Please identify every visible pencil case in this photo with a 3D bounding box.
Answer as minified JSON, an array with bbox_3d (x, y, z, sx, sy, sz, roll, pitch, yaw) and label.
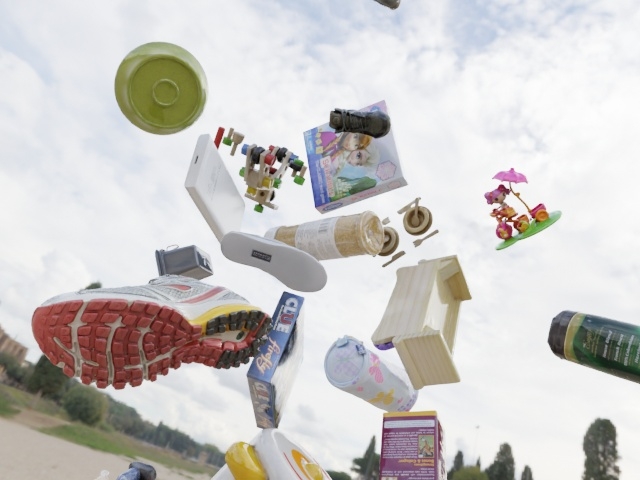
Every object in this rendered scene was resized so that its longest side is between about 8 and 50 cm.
[{"bbox_3d":[0.122,0.317,1.195,0.113,0.124,0.273,-39,-48,13],"label":"pencil case"}]

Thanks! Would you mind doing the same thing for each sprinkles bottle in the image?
[{"bbox_3d":[0.000,0.000,1.433,0.355,0.121,0.121,-8,-37,38],"label":"sprinkles bottle"}]

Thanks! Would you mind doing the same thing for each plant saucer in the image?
[{"bbox_3d":[-0.403,-0.385,1.329,0.241,0.241,0.037,41,2,-37],"label":"plant saucer"}]

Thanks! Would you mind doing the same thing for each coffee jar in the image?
[{"bbox_3d":[0.417,0.150,0.710,0.096,0.079,0.184,16,-3,-34],"label":"coffee jar"}]

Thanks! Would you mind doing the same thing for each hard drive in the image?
[{"bbox_3d":[-0.303,-0.132,1.519,0.040,0.203,0.308,-4,-37,12],"label":"hard drive"}]

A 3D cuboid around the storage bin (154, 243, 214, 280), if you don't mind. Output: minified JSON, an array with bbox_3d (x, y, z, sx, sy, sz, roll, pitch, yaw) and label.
[{"bbox_3d":[-0.312,0.053,1.200,0.091,0.098,0.135,-17,-17,3],"label":"storage bin"}]

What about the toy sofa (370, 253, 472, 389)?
[{"bbox_3d":[0.270,0.198,1.314,0.177,0.363,0.150,-15,-67,28],"label":"toy sofa"}]

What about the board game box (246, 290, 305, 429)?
[{"bbox_3d":[-0.075,0.226,0.929,0.042,0.165,0.243,16,-36,10],"label":"board game box"}]

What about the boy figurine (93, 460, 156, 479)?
[{"bbox_3d":[-0.490,0.613,1.157,0.092,0.178,0.285,-1,7,19],"label":"boy figurine"}]

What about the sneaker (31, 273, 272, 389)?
[{"bbox_3d":[-0.158,0.080,0.494,0.225,0.088,0.092,12,15,-48],"label":"sneaker"}]

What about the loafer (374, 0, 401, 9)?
[{"bbox_3d":[0.135,-0.628,1.168,0.096,0.268,0.084,-23,-36,37],"label":"loafer"}]

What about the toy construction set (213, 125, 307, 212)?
[{"bbox_3d":[-0.228,-0.213,1.706,0.308,0.237,0.257,21,17,-11],"label":"toy construction set"}]

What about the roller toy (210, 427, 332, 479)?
[{"bbox_3d":[-0.056,0.373,0.732,0.209,0.146,0.191,45,-4,13],"label":"roller toy"}]

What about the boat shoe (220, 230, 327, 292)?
[{"bbox_3d":[-0.106,0.046,1.232,0.267,0.096,0.088,17,11,4],"label":"boat shoe"}]

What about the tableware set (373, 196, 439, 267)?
[{"bbox_3d":[0.214,-0.029,1.401,0.194,0.128,0.039,-35,-32,21],"label":"tableware set"}]

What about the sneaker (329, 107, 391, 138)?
[{"bbox_3d":[0.111,-0.361,1.585,0.227,0.130,0.087,29,-56,49],"label":"sneaker"}]

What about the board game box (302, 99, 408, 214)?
[{"bbox_3d":[0.111,-0.285,1.755,0.317,0.319,0.066,-19,-26,18],"label":"board game box"}]

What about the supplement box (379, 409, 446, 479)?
[{"bbox_3d":[0.163,0.404,0.902,0.104,0.188,0.081,-10,-48,21],"label":"supplement box"}]

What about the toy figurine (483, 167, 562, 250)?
[{"bbox_3d":[0.448,-0.086,1.213,0.173,0.130,0.159,-33,-88,12],"label":"toy figurine"}]
